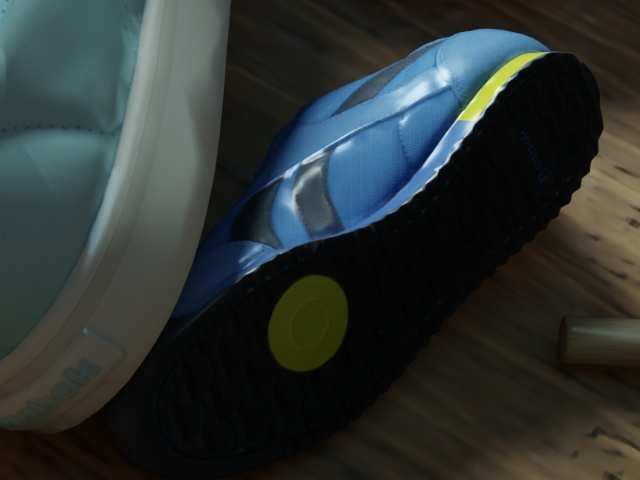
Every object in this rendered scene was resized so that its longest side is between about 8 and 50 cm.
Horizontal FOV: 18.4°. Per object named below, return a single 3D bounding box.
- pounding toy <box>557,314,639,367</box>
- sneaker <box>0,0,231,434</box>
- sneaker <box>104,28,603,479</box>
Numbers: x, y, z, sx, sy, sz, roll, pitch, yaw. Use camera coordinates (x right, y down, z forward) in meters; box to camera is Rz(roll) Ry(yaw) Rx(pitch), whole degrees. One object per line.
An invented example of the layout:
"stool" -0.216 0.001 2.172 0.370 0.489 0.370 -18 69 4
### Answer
"pounding toy" 0.181 0.108 0.591 0.183 0.110 0.237 -6 24 -7
"sneaker" -0.111 -0.126 0.628 0.150 0.135 0.366 32 39 -37
"sneaker" 0.000 0.000 0.645 0.209 0.069 0.082 -41 37 -27
